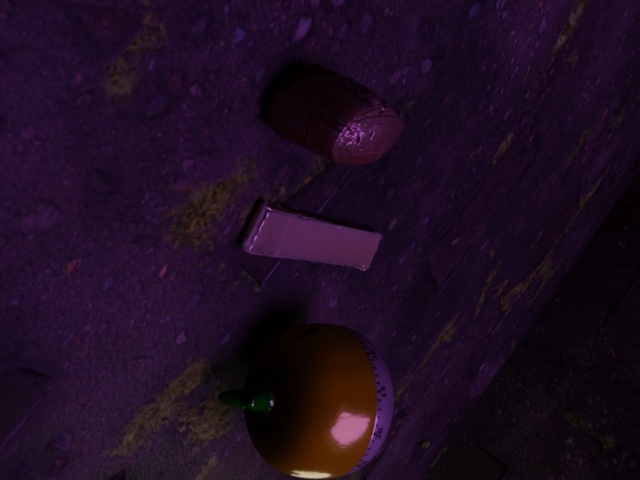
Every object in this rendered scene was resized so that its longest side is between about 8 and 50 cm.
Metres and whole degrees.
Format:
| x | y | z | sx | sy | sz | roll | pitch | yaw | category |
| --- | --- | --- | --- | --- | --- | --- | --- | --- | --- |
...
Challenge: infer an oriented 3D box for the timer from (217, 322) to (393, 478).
| x | y | z | sx | sy | sz | roll | pitch | yaw | category |
| --- | --- | --- | --- | --- | --- | --- | --- | --- | --- |
| -0.043 | 0.265 | 1.135 | 0.285 | 0.285 | 0.285 | -38 | 146 | -32 | timer |

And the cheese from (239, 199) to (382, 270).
| x | y | z | sx | sy | sz | roll | pitch | yaw | category |
| --- | --- | --- | --- | --- | --- | --- | --- | --- | --- |
| 0.002 | 0.000 | 1.147 | 0.400 | 0.034 | 0.085 | 13 | 108 | -60 | cheese |

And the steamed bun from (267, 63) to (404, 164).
| x | y | z | sx | sy | sz | roll | pitch | yaw | category |
| --- | --- | --- | --- | --- | --- | --- | --- | --- | --- |
| 0.030 | -0.167 | 0.910 | 0.175 | 0.145 | 0.106 | -16 | 130 | -57 | steamed bun |
